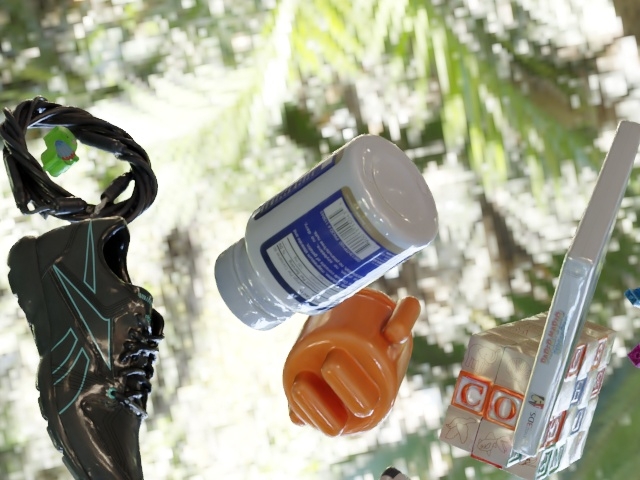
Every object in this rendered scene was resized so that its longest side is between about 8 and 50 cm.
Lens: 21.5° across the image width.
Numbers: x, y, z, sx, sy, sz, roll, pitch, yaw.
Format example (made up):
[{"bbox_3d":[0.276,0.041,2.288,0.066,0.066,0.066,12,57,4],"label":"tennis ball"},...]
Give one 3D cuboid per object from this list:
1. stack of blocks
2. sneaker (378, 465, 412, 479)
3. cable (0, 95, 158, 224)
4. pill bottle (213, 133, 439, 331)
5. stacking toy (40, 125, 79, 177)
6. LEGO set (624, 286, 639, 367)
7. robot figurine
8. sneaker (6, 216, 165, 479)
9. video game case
[{"bbox_3d":[0.243,0.187,1.972,0.087,0.171,0.297,20,-169,24],"label":"stack of blocks"},{"bbox_3d":[0.034,0.384,2.062,0.258,0.091,0.094,-46,157,8],"label":"sneaker"},{"bbox_3d":[-0.241,-0.084,1.666,0.150,0.047,0.184,-2,-137,-23],"label":"cable"},{"bbox_3d":[0.000,0.000,1.464,0.186,0.112,0.112,-34,174,31],"label":"pill bottle"},{"bbox_3d":[-0.278,-0.009,1.227,0.167,0.052,0.221,-37,-176,23],"label":"stacking toy"},{"bbox_3d":[0.436,0.043,1.905,0.227,0.087,0.093,-47,144,21],"label":"LEGO set"},{"bbox_3d":[0.030,0.128,1.820,0.128,0.158,0.219,15,-156,7],"label":"robot figurine"},{"bbox_3d":[-0.180,0.095,1.383,0.106,0.267,0.101,-23,154,5],"label":"sneaker"},{"bbox_3d":[0.217,0.037,1.420,0.026,0.206,0.227,18,-143,10],"label":"video game case"}]
